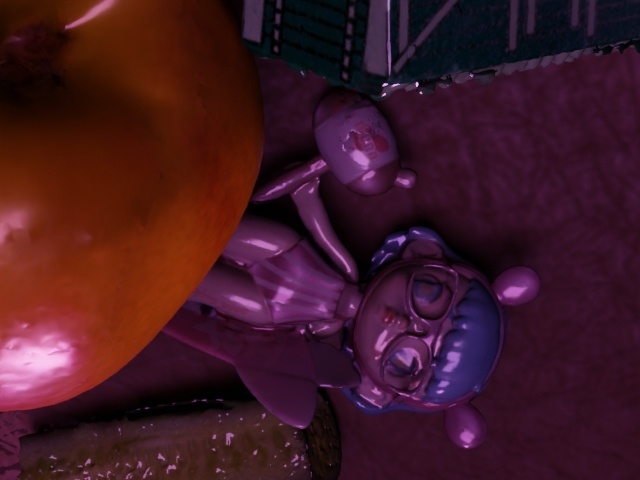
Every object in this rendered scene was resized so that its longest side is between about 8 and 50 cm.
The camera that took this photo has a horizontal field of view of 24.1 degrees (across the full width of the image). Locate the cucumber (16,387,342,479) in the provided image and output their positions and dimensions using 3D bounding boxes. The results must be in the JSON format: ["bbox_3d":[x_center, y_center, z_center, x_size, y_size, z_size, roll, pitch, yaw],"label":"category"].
[{"bbox_3d":[-0.094,0.144,0.972,0.211,0.062,0.078,-13,79,19],"label":"cucumber"}]

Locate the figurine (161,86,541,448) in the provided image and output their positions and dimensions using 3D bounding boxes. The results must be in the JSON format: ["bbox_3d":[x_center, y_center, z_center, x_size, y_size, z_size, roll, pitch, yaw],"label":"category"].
[{"bbox_3d":[-0.003,0.008,0.883,0.260,0.103,0.205,19,80,-1],"label":"figurine"}]

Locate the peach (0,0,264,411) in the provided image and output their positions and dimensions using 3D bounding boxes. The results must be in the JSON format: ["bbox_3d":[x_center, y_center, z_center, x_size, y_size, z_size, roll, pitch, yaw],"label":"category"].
[{"bbox_3d":[-0.181,-0.065,0.742,0.289,0.289,0.308,51,152,-16],"label":"peach"}]

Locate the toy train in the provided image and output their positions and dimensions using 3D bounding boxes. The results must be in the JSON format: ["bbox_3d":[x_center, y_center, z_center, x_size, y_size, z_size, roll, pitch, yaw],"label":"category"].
[{"bbox_3d":[0.082,-0.156,0.703,0.115,0.269,0.154,17,114,44],"label":"toy train"}]
